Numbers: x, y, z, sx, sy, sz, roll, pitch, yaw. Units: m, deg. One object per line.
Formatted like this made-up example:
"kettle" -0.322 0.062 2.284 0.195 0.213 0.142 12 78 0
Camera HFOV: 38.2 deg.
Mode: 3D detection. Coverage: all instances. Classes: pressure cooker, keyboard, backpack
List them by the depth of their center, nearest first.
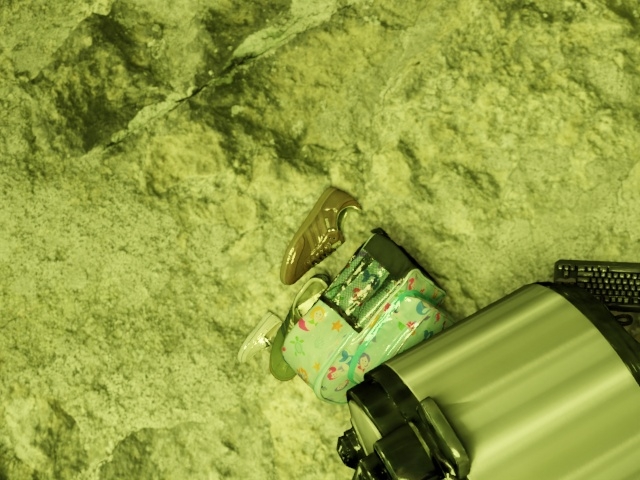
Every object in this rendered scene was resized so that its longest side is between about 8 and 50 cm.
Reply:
"pressure cooker" 0.222 0.292 1.229 0.420 0.375 0.370 -26 105 -9
"backpack" 0.074 0.141 1.420 0.253 0.225 0.191 -44 64 5
"keyboard" 0.453 0.084 1.434 0.180 0.023 0.108 2 76 17

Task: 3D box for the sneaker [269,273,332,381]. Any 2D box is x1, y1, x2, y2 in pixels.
"sneaker" -0.034 0.139 1.516 0.064 0.086 0.192 25 83 6

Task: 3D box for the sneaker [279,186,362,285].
"sneaker" 0.000 0.000 1.561 0.071 0.066 0.188 27 84 20

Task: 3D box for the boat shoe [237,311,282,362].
"boat shoe" -0.100 0.169 1.561 0.035 0.035 0.100 33 79 24
